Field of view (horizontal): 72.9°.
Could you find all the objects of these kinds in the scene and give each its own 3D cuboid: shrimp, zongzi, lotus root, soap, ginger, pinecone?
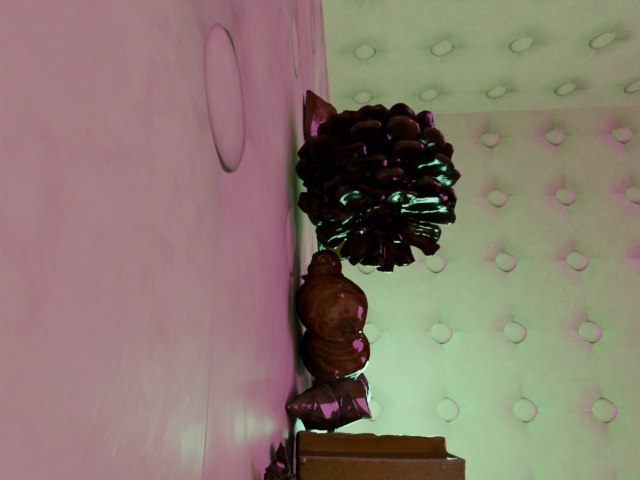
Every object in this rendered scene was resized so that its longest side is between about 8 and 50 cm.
[{"bbox_3d":[-0.054,0.349,0.602,0.143,0.052,0.250,-103,-165,-52],"label":"shrimp"},{"bbox_3d":[-0.033,0.355,0.902,0.205,0.205,0.094,-37,-122,45],"label":"zongzi"},{"bbox_3d":[-0.001,-0.342,1.280,0.159,0.096,0.135,63,29,-68],"label":"lotus root"},{"bbox_3d":[0.091,0.423,0.782,0.259,0.281,0.142,104,-10,-70],"label":"soap"},{"bbox_3d":[0.016,0.187,1.010,0.274,0.153,0.357,-118,-161,-50],"label":"ginger"},{"bbox_3d":[0.141,-0.103,1.021,0.398,0.398,0.397,-1,90,-86],"label":"pinecone"}]

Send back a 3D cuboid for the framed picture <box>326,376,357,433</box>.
[{"bbox_3d":[0.040,0.457,1.094,0.240,0.020,0.324,95,19,-51],"label":"framed picture"}]

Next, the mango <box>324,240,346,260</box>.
[{"bbox_3d":[0.064,-0.014,1.750,0.221,0.121,0.151,-114,-165,-60],"label":"mango"}]

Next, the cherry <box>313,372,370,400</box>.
[{"bbox_3d":[0.062,0.460,1.358,0.195,0.195,0.195,-1,90,-86],"label":"cherry"}]

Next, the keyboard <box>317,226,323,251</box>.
[{"bbox_3d":[-0.001,0.000,1.694,0.072,0.023,0.231,-98,-177,-49],"label":"keyboard"}]
